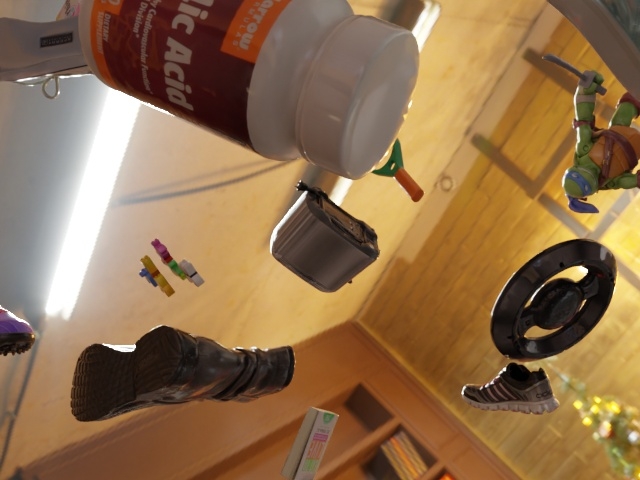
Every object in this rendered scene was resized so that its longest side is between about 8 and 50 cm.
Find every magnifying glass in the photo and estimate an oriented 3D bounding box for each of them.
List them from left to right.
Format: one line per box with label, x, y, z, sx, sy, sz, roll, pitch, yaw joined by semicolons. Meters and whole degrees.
magnifying glass;0.153;-0.148;1.510;0.026;0.231;0.092;22;-67;-31

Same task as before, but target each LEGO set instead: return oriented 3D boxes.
LEGO set;-0.353;0.055;1.620;0.087;0.227;0.093;-39;-62;-19

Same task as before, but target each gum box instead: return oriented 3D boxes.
gum box;-0.556;-0.498;1.699;0.062;0.188;0.107;21;-54;-39

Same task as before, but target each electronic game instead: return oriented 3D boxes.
electronic game;0.363;0.097;1.139;0.229;0.048;0.229;-13;-54;-18

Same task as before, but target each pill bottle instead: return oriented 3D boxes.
pill bottle;-0.090;-0.234;0.936;0.224;0.392;0.224;-49;-26;-35

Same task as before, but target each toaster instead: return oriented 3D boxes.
toaster;0.000;0.000;1.479;0.146;0.227;0.129;-47;21;20

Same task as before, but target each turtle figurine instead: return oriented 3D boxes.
turtle figurine;0.483;-0.180;1.101;0.266;0.198;0.274;-35;-48;-28

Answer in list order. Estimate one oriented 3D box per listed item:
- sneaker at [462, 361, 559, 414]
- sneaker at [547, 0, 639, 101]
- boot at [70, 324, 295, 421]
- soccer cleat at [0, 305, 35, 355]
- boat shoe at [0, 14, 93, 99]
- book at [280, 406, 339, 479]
sneaker;0.296;0.229;1.167;0.063;0.074;0.170;-8;0;-39
sneaker;0.289;-0.281;0.689;0.366;0.135;0.150;30;-40;-33
boot;-0.212;0.214;1.100;0.223;0.118;0.338;17;-23;-42
soccer cleat;-0.585;0.140;1.258;0.109;0.116;0.318;11;-14;-43
boat shoe;-0.534;-0.369;1.483;0.367;0.135;0.156;-8;-18;7
book;-0.018;0.411;1.480;0.096;0.035;0.144;33;-103;-57
